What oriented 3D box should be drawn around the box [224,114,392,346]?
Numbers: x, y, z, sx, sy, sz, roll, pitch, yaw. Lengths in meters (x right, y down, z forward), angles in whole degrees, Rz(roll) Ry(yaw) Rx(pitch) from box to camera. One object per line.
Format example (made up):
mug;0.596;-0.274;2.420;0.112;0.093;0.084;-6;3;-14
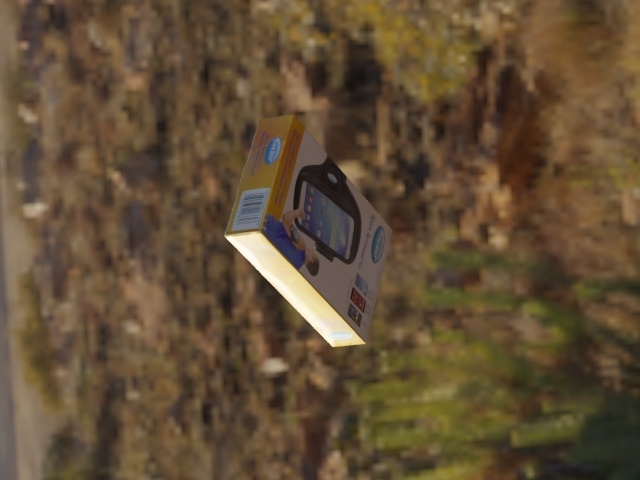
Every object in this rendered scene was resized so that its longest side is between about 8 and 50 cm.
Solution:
box;0.000;0.000;1.035;0.136;0.028;0.081;46;-132;-41
